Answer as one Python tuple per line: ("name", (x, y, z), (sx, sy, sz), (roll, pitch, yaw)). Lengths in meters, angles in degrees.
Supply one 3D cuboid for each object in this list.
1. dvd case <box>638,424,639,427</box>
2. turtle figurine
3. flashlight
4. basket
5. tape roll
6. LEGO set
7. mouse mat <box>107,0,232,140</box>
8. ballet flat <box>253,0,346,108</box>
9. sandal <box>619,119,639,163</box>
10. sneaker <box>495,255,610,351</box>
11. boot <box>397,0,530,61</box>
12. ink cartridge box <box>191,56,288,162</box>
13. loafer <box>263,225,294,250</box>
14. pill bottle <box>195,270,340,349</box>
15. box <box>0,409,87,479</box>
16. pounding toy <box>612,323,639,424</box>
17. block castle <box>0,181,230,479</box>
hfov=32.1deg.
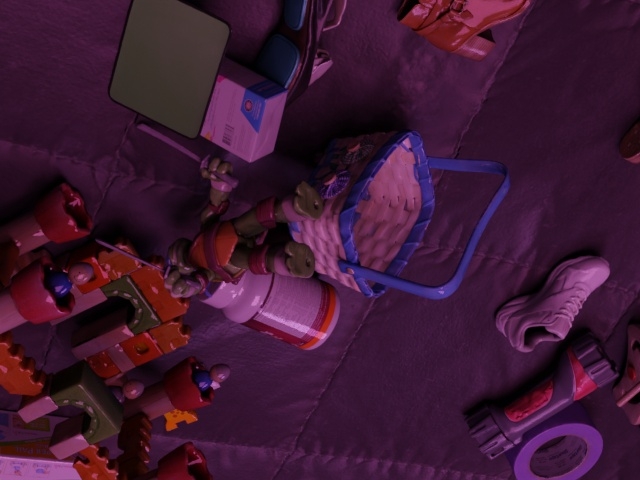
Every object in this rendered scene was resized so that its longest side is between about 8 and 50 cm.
("dvd case", (0.778, 0.344, 2.314), (0.239, 0.029, 0.179), (-29, 129, 6))
("turtle figurine", (-0.150, -0.019, 1.562), (0.266, 0.198, 0.274), (-6, 121, 31))
("flashlight", (0.419, 0.295, 2.135), (0.304, 0.103, 0.103), (-34, 133, 16))
("basket", (0.108, -0.035, 1.639), (0.289, 0.254, 0.201), (12, 141, 27))
("tape roll", (0.465, 0.408, 2.239), (0.189, 0.080, 0.189), (-9, 128, -11))
("LEGO set", (-0.289, 0.280, 1.913), (0.227, 0.087, 0.093), (-22, 129, -1))
("mouse mat", (-0.211, -0.246, 1.535), (0.153, 0.007, 0.189), (27, 120, 8))
("ballet flat", (-0.019, -0.287, 1.564), (0.096, 0.095, 0.280), (-1, 128, -34))
("sandal", (0.550, -0.226, 1.780), (0.079, 0.088, 0.240), (20, 124, -27))
("sneaker", (0.431, 0.124, 1.989), (0.232, 0.115, 0.090), (-40, 127, 15))
("boot", (0.215, -0.359, 1.591), (0.152, 0.073, 0.197), (21, 115, -24))
("ink cartridge box", (-0.144, -0.200, 1.574), (0.061, 0.181, 0.104), (-34, 148, -51))
("loafer", (0.000, 0.000, 1.794), (0.220, 0.078, 0.080), (2, 143, -39))
("pill bottle", (-0.086, 0.090, 1.806), (0.221, 0.121, 0.121), (25, 116, -30))
("box", (-0.492, 0.372, 1.905), (0.203, 0.114, 0.103), (10, 123, -25))
("pounding toy", (0.608, 0.245, 2.126), (0.155, 0.154, 0.269), (-8, 147, -11))
("block castle", (-0.310, 0.161, 1.647), (0.213, 0.303, 0.453), (-25, 119, 10))
